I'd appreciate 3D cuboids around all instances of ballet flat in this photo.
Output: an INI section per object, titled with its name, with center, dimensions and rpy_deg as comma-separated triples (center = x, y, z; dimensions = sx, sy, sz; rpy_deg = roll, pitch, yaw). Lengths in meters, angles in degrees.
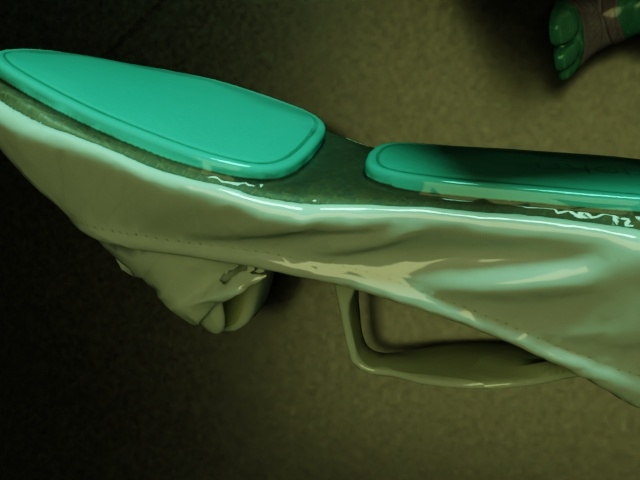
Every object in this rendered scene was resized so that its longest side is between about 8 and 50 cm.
[ballet flat]
center = 0.000, 0.000, 0.421
dimensions = 0.400, 0.139, 0.139
rpy_deg = 13, 93, 12

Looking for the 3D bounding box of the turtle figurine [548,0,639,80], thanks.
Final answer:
[turtle figurine]
center = 0.220, -0.141, 0.365
dimensions = 0.234, 0.118, 0.175
rpy_deg = -2, 91, 25
